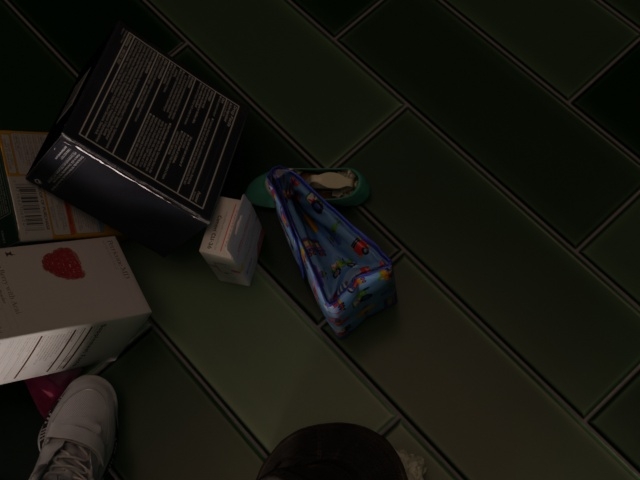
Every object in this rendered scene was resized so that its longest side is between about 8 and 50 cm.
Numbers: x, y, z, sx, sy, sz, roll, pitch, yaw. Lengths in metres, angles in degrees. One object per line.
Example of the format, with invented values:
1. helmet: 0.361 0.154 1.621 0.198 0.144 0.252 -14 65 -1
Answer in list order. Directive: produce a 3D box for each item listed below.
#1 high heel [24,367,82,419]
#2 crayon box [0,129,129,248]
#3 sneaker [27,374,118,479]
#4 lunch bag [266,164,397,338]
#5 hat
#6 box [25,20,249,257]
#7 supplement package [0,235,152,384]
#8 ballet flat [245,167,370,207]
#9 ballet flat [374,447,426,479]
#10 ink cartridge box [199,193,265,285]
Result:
1. high heel: -0.568 0.245 1.675 0.244 0.082 0.117 23 69 4
2. crayon box: -0.462 -0.092 1.693 0.083 0.323 0.203 -20 81 38
3. sneaker: -0.407 0.375 1.499 0.137 0.210 0.365 22 58 -14
4. lunch bag: 0.000 0.000 1.621 0.138 0.221 0.293 -33 68 -6
5. hat: -0.023 0.427 1.433 0.331 0.134 0.331 -17 60 31
6. box: -0.324 -0.178 1.649 0.294 0.183 0.296 32 50 -22
7. supplement package: -0.481 0.120 1.579 0.293 0.175 0.177 -8 59 -45
8. ballet flat: -0.028 -0.110 1.742 0.248 0.087 0.083 0 69 7
9. ballet flat: 0.131 0.530 1.452 0.147 0.147 0.408 -2 69 6
10. ink cartridge box: -0.162 -0.004 1.656 0.067 0.198 0.115 11 70 11
